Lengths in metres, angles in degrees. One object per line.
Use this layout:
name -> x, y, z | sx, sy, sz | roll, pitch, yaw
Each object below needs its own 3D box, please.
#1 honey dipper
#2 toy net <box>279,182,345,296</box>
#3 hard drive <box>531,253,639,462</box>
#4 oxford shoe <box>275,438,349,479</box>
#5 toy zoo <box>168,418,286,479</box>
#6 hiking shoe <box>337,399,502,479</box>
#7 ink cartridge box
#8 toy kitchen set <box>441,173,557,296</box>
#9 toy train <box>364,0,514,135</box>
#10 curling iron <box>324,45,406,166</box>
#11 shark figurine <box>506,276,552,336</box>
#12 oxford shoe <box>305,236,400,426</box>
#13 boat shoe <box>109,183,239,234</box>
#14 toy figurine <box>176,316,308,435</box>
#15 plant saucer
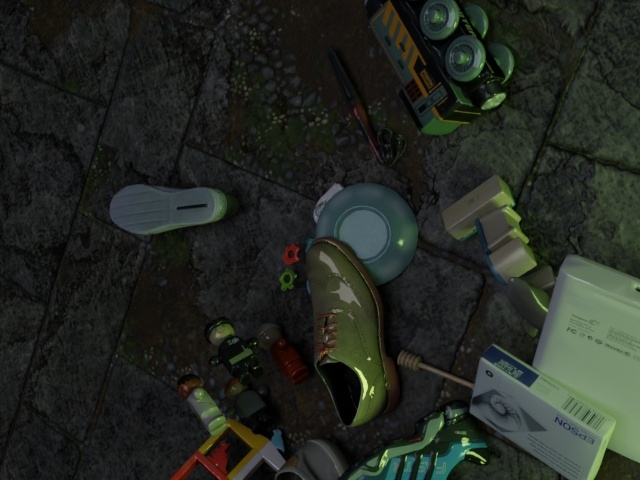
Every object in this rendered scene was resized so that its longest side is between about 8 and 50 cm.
honey dipper -> 0.215, 0.236, 1.578 | 0.161, 0.030, 0.030 | 18, 98, 26
toy net -> 0.000, 0.000, 1.708 | 0.122, 0.045, 0.232 | 20, 97, 32
hard drive -> 0.432, 0.186, 1.286 | 0.233, 0.047, 0.353 | 23, 143, 21
oxford shoe -> 0.039, 0.578, 1.584 | 0.169, 0.130, 0.449 | -50, 59, 49
toy zoo -> -0.177, 0.477, 1.705 | 0.192, 0.030, 0.293 | 36, 67, 22
hiking shoe -> 0.150, 0.400, 1.519 | 0.304, 0.113, 0.132 | -33, 77, 3
ink cartridge box -> 0.342, 0.296, 1.406 | 0.223, 0.045, 0.223 | 32, 147, 29
toy kitchen set -> 0.318, 0.027, 1.503 | 0.122, 0.166, 0.207 | -36, 34, 25
toy train -> 0.195, -0.346, 1.554 | 0.190, 0.142, 0.333 | -39, 69, 34
curling iron -> 0.080, -0.257, 1.673 | 0.068, 0.035, 0.274 | -36, 71, 21
shark figurine -> 0.428, 0.135, 1.390 | 0.279, 0.166, 0.116 | 1, 44, 1
oxford shoe -> 0.041, 0.164, 1.587 | 0.123, 0.130, 0.348 | -21, 89, 39
boat shoe -> -0.310, -0.062, 1.866 | 0.303, 0.094, 0.109 | 2, 86, 30
toy figurine -> -0.156, 0.258, 1.696 | 0.148, 0.213, 0.209 | 47, 114, 34
plant saucer -> 0.081, -0.011, 1.630 | 0.195, 0.037, 0.194 | 0, 89, 14
